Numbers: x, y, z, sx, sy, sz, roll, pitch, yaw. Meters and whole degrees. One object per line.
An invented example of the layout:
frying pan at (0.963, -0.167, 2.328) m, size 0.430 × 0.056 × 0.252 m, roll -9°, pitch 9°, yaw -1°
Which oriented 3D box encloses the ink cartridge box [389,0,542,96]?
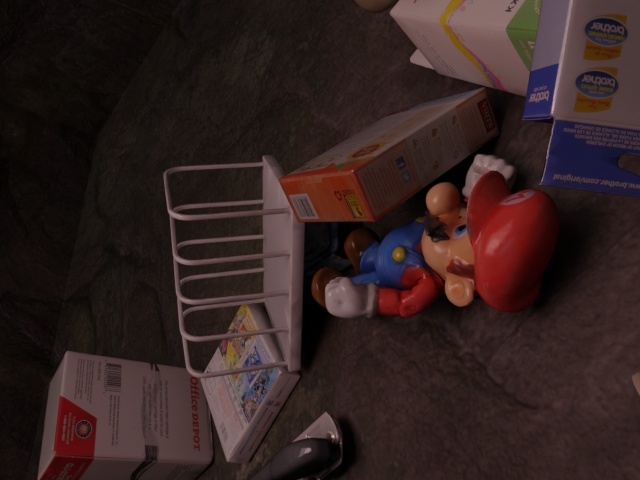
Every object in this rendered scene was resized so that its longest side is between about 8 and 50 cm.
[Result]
ink cartridge box at (0.222, -0.287, 0.630) m, size 0.207 × 0.119 × 0.353 m, roll -52°, pitch 34°, yaw 3°

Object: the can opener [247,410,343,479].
can opener at (-0.060, 0.330, 0.784) m, size 0.280 × 0.093 × 0.074 m, roll -53°, pitch 37°, yaw 33°

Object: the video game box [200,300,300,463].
video game box at (-0.128, 0.235, 0.965) m, size 0.187 × 0.048 × 0.205 m, roll -62°, pitch 34°, yaw 16°

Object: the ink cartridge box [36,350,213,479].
ink cartridge box at (-0.348, 0.331, 1.031) m, size 0.114 × 0.272 × 0.197 m, roll -51°, pitch 37°, yaw 32°

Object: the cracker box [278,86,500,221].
cracker box at (0.085, -0.103, 0.692) m, size 0.232 × 0.067 × 0.155 m, roll -35°, pitch 20°, yaw -28°

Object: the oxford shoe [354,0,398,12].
oxford shoe at (0.068, -0.368, 0.640) m, size 0.147 × 0.140 × 0.397 m, roll -58°, pitch -3°, yaw -10°

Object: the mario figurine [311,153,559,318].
mario figurine at (0.109, -0.005, 0.634) m, size 0.320 × 0.170 × 0.198 m, roll -20°, pitch 60°, yaw 53°

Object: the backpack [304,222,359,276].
backpack at (0.000, 0.000, 0.869) m, size 0.114 × 0.084 × 0.105 m, roll -39°, pitch 42°, yaw 43°

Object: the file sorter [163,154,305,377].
file sorter at (-0.131, 0.040, 0.845) m, size 0.193 × 0.173 × 0.278 m, roll -121°, pitch 28°, yaw -57°

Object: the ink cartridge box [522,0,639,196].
ink cartridge box at (0.269, -0.188, 0.435) m, size 0.065 × 0.185 × 0.311 m, roll -129°, pitch 45°, yaw -80°

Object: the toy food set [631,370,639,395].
toy food set at (0.355, 0.094, 0.290) m, size 0.306 × 0.092 × 0.220 m, roll -47°, pitch 39°, yaw 32°
